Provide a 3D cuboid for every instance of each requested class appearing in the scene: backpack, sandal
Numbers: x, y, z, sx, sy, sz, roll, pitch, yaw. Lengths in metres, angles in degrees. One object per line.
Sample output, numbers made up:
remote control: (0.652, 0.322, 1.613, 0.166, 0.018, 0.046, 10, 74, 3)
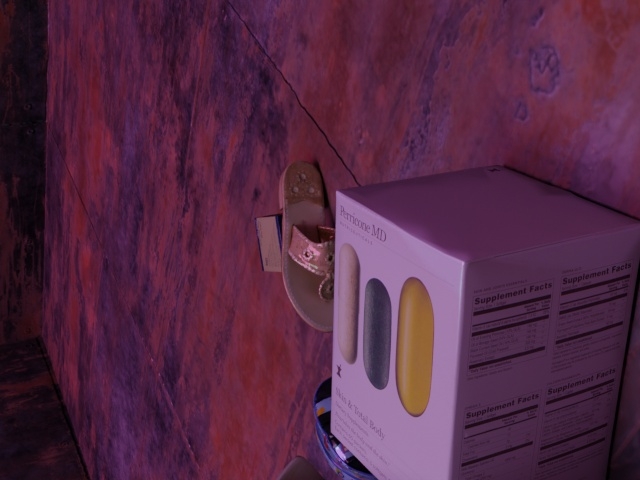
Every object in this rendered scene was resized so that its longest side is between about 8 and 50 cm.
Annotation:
backpack: (0.073, 0.222, 1.058, 0.158, 0.173, 0.116, 58, 146, 34)
sandal: (-0.006, 0.001, 1.229, 0.079, 0.088, 0.240, 141, 121, -66)

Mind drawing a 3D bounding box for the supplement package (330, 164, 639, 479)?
supplement package: (0.141, 0.090, 0.854, 0.199, 0.198, 0.262, 34, 128, 54)

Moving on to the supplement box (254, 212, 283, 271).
supplement box: (-0.050, 0.002, 1.346, 0.083, 0.056, 0.083, -2, 97, 62)

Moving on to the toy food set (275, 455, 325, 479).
toy food set: (0.085, 0.309, 0.806, 0.219, 0.092, 0.306, 53, 166, -13)
